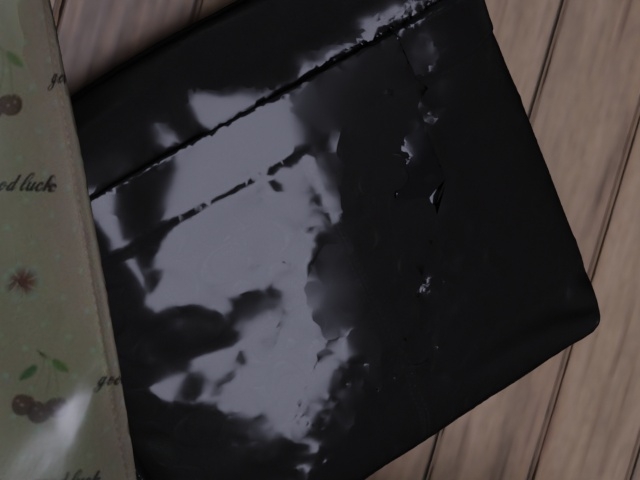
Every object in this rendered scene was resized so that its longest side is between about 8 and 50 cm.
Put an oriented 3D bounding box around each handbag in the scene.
[{"bbox_3d":[0.000,0.000,0.865,0.247,0.080,0.223,-31,115,-17],"label":"handbag"}]

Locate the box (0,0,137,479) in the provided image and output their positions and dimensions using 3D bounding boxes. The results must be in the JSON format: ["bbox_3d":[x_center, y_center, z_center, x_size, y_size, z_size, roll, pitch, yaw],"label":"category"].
[{"bbox_3d":[-0.211,-0.002,0.695,0.225,0.190,0.297,-16,112,-23],"label":"box"}]
